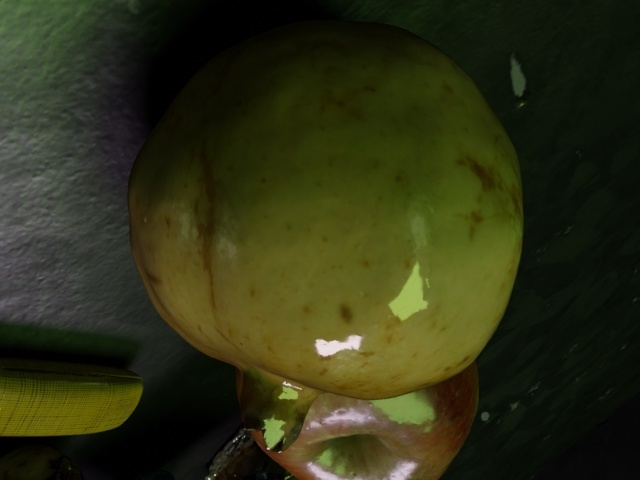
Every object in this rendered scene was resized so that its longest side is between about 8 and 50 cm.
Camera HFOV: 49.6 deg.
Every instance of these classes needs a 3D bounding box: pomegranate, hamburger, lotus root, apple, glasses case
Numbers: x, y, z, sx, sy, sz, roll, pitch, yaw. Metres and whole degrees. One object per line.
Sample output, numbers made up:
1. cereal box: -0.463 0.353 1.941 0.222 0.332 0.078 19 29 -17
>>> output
1. pomegranate: 0.000 0.000 0.574 0.343 0.342 0.342 -24 142 -20
2. hamburger: -0.031 0.333 1.074 0.211 0.132 0.308 18 115 -47
3. lotus root: -0.347 0.319 0.778 0.214 0.138 0.138 -38 146 18
4. apple: 0.045 0.145 0.839 0.302 0.301 0.301 -24 142 -20
5. glasses case: -0.291 0.161 0.712 0.234 0.064 0.079 19 114 -50

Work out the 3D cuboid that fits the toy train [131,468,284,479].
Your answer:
1. toy train: -0.164 0.387 0.880 0.300 0.131 0.202 -3 -173 12
